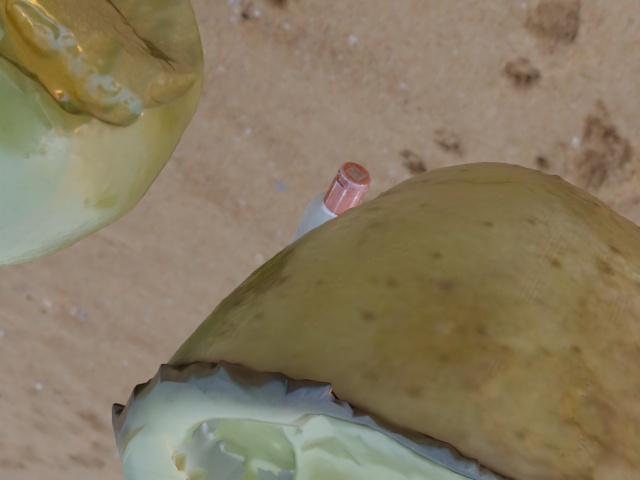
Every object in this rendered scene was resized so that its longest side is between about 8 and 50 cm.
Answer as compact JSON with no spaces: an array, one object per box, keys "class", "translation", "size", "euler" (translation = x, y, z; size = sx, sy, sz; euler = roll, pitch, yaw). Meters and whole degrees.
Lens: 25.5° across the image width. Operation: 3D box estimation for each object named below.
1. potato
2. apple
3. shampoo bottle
[{"class":"potato","translation":[0.078,0.086,0.590],"size":[0.285,0.242,0.242],"euler":[33,152,4]},{"class":"apple","translation":[-0.210,-0.112,0.829],"size":[0.279,0.279,0.279],"euler":[21,152,12]},{"class":"shampoo bottle","translation":[0.000,0.000,1.695],"size":[0.051,0.108,0.221],"euler":[13,129,-18]}]
